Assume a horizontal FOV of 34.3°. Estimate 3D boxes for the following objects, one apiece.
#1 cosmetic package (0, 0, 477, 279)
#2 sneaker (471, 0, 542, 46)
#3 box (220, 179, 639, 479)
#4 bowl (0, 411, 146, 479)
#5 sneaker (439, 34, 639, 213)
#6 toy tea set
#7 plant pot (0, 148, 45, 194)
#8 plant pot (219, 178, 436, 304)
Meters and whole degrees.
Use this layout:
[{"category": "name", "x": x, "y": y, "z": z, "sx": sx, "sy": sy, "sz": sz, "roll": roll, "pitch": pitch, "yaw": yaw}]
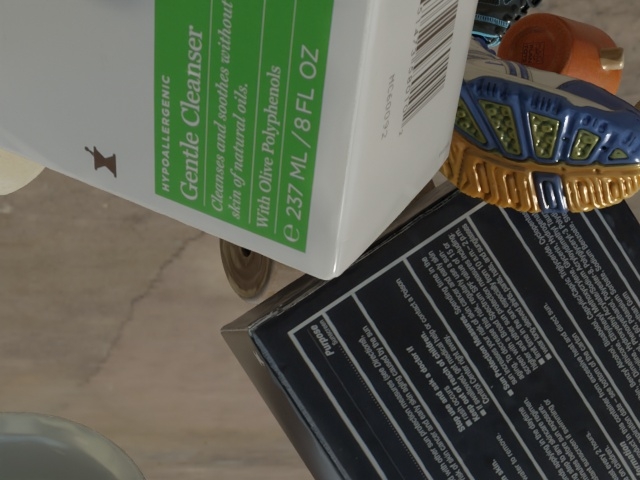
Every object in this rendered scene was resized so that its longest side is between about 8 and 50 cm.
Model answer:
[{"category": "cosmetic package", "x": -0.109, "y": -0.150, "z": 0.537, "sx": 0.366, "sy": 0.155, "sz": 0.196, "roll": 20, "pitch": 127, "yaw": 20}, {"category": "sneaker", "x": 0.280, "y": -0.367, "z": 1.581, "sx": 0.341, "sy": 0.139, "sz": 0.125, "roll": -22, "pitch": 163, "yaw": 13}, {"category": "box", "x": 0.125, "y": 0.111, "z": 0.819, "sx": 0.294, "sy": 0.296, "sz": 0.183, "roll": -33, "pitch": -178, "yaw": -15}, {"category": "bowl", "x": -0.252, "y": 0.276, "z": 0.747, "sx": 0.298, "sy": 0.297, "sz": 0.134, "roll": -3, "pitch": 129, "yaw": 3}, {"category": "sneaker", "x": 0.104, "y": -0.109, "z": 0.744, "sx": 0.297, "sy": 0.131, "sz": 0.111, "roll": 15, "pitch": 140, "yaw": 30}, {"category": "toy tea set", "x": 0.304, "y": -0.146, "z": 0.881, "sx": 0.124, "sy": 0.336, "sz": 0.200, "roll": 10, "pitch": 116, "yaw": -51}, {"category": "plant pot", "x": -0.541, "y": -0.209, "z": 1.486, "sx": 0.334, "sy": 0.333, "sz": 0.305, "roll": -6, "pitch": 162, "yaw": 15}, {"category": "plant pot", "x": 0.000, "y": 0.000, "z": 1.373, "sx": 0.229, "sy": 0.262, "sz": 0.263, "roll": -6, "pitch": 169, "yaw": -33}]
